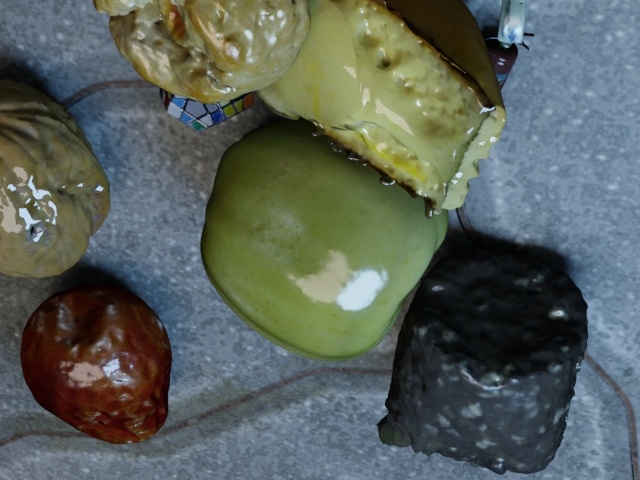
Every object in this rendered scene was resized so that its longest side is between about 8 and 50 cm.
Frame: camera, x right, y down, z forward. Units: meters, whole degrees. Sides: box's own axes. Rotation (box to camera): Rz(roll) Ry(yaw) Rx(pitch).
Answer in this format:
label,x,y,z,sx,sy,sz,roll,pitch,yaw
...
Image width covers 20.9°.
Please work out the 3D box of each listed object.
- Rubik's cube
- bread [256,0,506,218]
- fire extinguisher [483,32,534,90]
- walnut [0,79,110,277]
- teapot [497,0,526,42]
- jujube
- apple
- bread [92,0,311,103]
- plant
label,x,y,z,sx,sy,sz,roll,pitch,yaw
Rubik's cube,-0.122,-0.171,1.872,0.111,0.093,0.111,8,136,8
bread,0.081,-0.173,1.757,0.262,0.162,0.204,37,140,13
fire extinguisher,0.176,-0.174,1.808,0.056,0.039,0.132,14,137,-8
walnut,-0.344,-0.065,1.984,0.198,0.198,0.245,1,142,18
teapot,0.187,-0.288,1.601,0.159,0.159,0.232,12,136,8
jujube,-0.276,0.165,2.210,0.190,0.190,0.255,0,141,19
apple,0.000,0.000,1.900,0.279,0.279,0.279,10,136,10
bread,-0.130,-0.233,1.710,0.244,0.134,0.244,28,144,23
plant,0.183,0.171,2.024,0.215,0.213,0.312,15,137,0
